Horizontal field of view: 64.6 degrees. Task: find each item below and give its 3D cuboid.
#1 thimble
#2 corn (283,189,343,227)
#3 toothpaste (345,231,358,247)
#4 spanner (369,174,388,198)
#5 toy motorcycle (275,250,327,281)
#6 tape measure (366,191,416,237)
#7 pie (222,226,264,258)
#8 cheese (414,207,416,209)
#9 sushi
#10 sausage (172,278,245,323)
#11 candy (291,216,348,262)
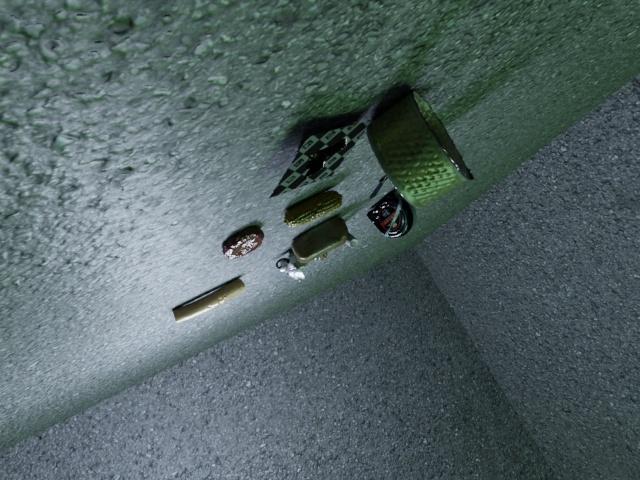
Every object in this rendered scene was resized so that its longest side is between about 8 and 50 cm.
[{"bbox_3d":[0.245,-0.221,1.255,0.150,0.271,0.270,-33,168,24],"label":"thimble"},{"bbox_3d":[-0.021,-0.101,1.590,0.207,0.068,0.068,-24,167,-14],"label":"corn"},{"bbox_3d":[0.097,-0.018,2.094,0.067,0.043,0.194,-30,-154,-10],"label":"toothpaste"},{"bbox_3d":[0.223,-0.203,1.900,0.046,0.012,0.208,-28,168,-17],"label":"spanner"},{"bbox_3d":[-0.067,0.081,2.076,0.221,0.150,0.102,-29,134,-13],"label":"toy motorcycle"},{"bbox_3d":[0.311,-0.101,2.128,0.107,0.181,0.182,-22,165,-49],"label":"tape measure"},{"bbox_3d":[-0.239,0.008,1.579,0.153,0.038,0.153,-29,166,-8],"label":"pie"},{"bbox_3d":[0.426,-0.217,2.123,0.177,0.069,0.270,-66,157,5],"label":"cheese"},{"bbox_3d":[-0.011,-0.212,1.208,0.231,0.047,0.220,-26,163,-42],"label":"sushi"},{"bbox_3d":[-0.435,0.238,1.997,0.301,0.066,0.066,-27,168,-18],"label":"sausage"},{"bbox_3d":[0.000,0.000,1.982,0.233,0.102,0.104,-27,167,-9],"label":"candy"}]
